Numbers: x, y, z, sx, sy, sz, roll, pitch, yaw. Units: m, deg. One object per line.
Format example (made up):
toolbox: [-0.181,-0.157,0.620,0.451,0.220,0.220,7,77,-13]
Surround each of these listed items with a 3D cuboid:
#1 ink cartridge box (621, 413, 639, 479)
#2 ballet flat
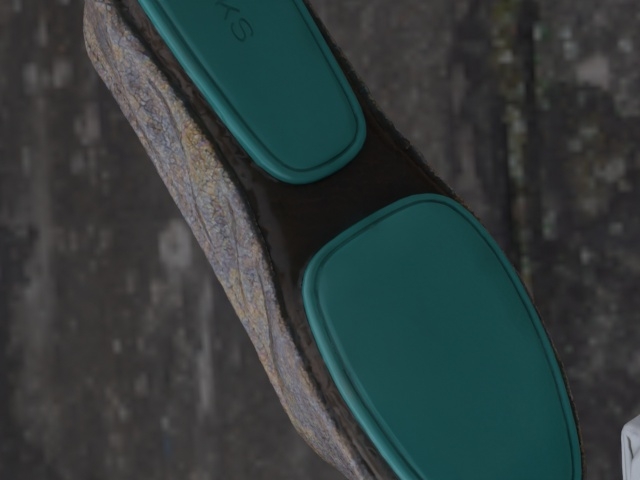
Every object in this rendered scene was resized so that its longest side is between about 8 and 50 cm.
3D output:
ink cartridge box: [0.231,0.078,0.603,0.172,0.237,0.100,21,126,41]
ballet flat: [0.000,0.000,0.771,0.316,0.108,0.106,62,153,10]
